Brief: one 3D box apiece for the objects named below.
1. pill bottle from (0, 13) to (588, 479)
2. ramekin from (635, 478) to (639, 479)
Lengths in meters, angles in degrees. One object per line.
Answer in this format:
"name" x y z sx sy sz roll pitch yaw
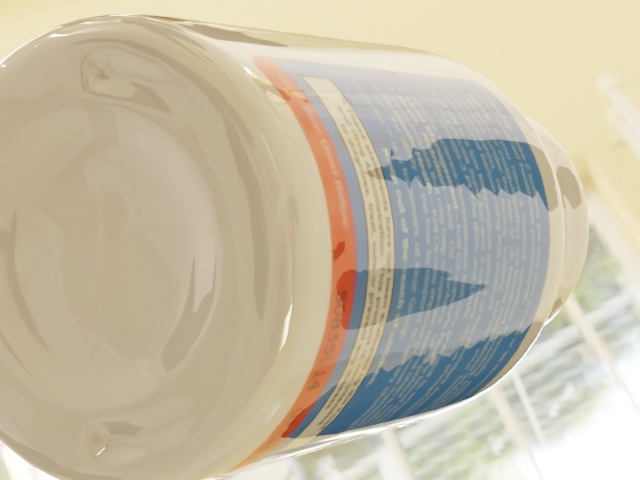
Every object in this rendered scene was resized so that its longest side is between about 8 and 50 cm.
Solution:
"pill bottle" 0.000 0.000 0.498 0.221 0.124 0.124 -4 69 -58
"ramekin" 0.189 0.212 0.793 0.109 0.207 0.207 65 -2 -23
